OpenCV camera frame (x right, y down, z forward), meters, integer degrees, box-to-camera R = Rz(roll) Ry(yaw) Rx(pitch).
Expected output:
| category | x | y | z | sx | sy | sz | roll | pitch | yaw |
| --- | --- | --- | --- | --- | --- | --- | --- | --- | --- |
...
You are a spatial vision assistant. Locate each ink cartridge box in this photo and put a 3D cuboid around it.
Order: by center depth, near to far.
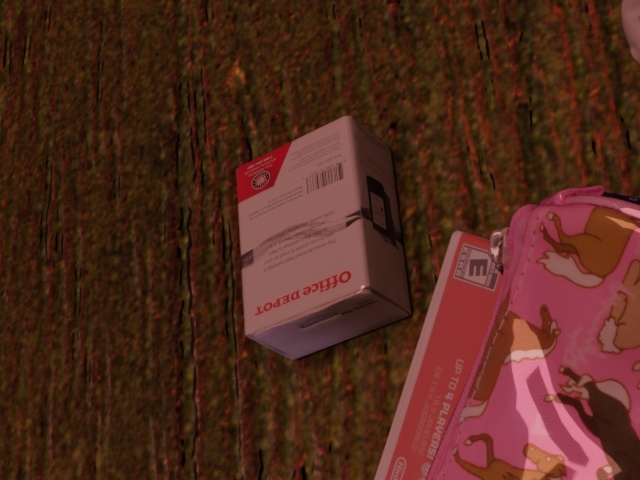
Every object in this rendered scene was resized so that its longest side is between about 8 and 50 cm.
| category | x | y | z | sx | sy | sz | roll | pitch | yaw |
| --- | --- | --- | --- | --- | --- | --- | --- | --- | --- |
| ink cartridge box | 0.000 | 0.000 | 1.131 | 0.109 | 0.063 | 0.150 | -23 | 55 | 27 |

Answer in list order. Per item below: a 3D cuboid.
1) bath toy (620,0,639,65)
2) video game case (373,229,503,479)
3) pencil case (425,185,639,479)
| category | x | y | z | sx | sy | sz | roll | pitch | yaw |
| --- | --- | --- | --- | --- | --- | --- | --- | --- | --- |
| bath toy | 0.342 | -0.214 | 0.937 | 0.348 | 0.129 | 0.151 | -46 | 15 | 6 |
| video game case | 0.163 | 0.124 | 0.933 | 0.285 | 0.025 | 0.204 | 19 | 93 | 43 |
| pencil case | 0.125 | 0.164 | 0.832 | 0.167 | 0.160 | 0.386 | 26 | 98 | 45 |
